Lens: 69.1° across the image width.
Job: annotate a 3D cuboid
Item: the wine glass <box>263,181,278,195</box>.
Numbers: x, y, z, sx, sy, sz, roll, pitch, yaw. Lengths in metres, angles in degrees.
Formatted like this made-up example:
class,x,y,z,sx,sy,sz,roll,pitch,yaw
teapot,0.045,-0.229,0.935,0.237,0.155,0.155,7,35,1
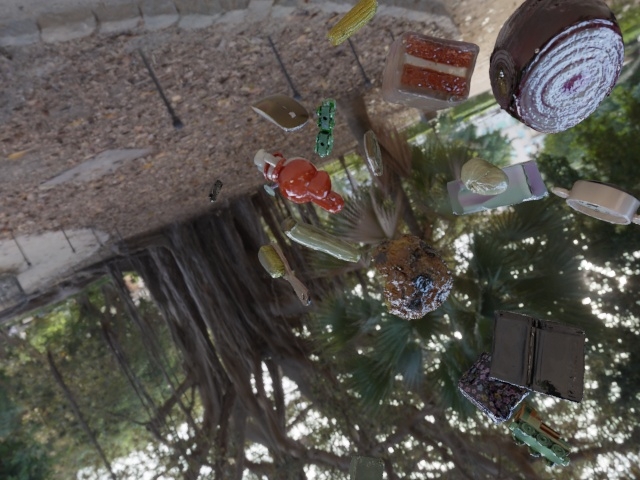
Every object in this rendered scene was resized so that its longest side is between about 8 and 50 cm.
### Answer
class,x,y,z,sx,sy,sz,roll,pitch,yaw
wine glass,-0.173,-0.268,2.042,0.155,0.073,0.073,-50,-166,-23

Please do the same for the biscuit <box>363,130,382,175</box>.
class,x,y,z,sx,sy,sz,roll,pitch,yaw
biscuit,0.235,-0.398,2.108,0.049,0.208,0.180,-13,-129,19

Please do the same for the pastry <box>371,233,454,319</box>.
class,x,y,z,sx,sy,sz,roll,pitch,yaw
pastry,0.431,0.169,2.146,0.338,0.404,0.292,-16,-167,11

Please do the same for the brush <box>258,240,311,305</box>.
class,x,y,z,sx,sy,sz,roll,pitch,yaw
brush,-0.113,0.100,1.351,0.067,0.071,0.313,-15,-145,-21

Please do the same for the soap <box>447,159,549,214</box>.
class,x,y,z,sx,sy,sz,roll,pitch,yaw
soap,0.721,-0.216,1.908,0.262,0.156,0.446,-16,-177,-25

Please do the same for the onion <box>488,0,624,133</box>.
class,x,y,z,sx,sy,sz,roll,pitch,yaw
onion,0.563,-0.456,1.171,0.282,0.336,0.260,-23,-131,8

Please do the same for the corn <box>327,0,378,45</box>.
class,x,y,z,sx,sy,sz,roll,pitch,yaw
corn,0.109,-0.726,1.536,0.206,0.067,0.067,-43,-174,-3

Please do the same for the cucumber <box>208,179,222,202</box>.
class,x,y,z,sx,sy,sz,roll,pitch,yaw
cucumber,-0.350,-0.162,1.525,0.034,0.033,0.134,-31,-155,22

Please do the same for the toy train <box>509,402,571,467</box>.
class,x,y,z,sx,sy,sz,roll,pitch,yaw
toy train,0.659,0.585,1.387,0.118,0.176,0.074,-33,145,-45

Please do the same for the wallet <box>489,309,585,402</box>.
class,x,y,z,sx,sy,sz,roll,pitch,yaw
wallet,0.711,0.374,1.543,0.041,0.246,0.323,9,177,-37

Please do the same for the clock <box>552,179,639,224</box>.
class,x,y,z,sx,sy,sz,roll,pitch,yaw
clock,0.702,-0.097,1.157,0.156,0.229,0.063,15,101,-63

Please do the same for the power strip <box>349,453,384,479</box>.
class,x,y,z,sx,sy,sz,roll,pitch,yaw
power strip,0.091,0.695,1.252,0.145,0.215,0.061,11,159,-6

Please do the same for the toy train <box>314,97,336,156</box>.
class,x,y,z,sx,sy,sz,roll,pitch,yaw
toy train,0.025,-0.477,1.960,0.085,0.251,0.119,14,-141,8

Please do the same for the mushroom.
class,x,y,z,sx,sy,sz,roll,pitch,yaw
mushroom,-0.001,-0.002,1.833,0.107,0.333,0.087,-97,-149,-68

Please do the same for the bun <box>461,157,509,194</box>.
class,x,y,z,sx,sy,sz,roll,pitch,yaw
bun,0.384,-0.142,1.099,0.069,0.115,0.115,-56,-176,2

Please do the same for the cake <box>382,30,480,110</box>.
class,x,y,z,sx,sy,sz,roll,pitch,yaw
cake,0.400,-0.633,1.754,0.309,0.236,0.230,8,-174,-6

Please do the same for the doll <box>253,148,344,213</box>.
class,x,y,z,sx,sy,sz,roll,pitch,yaw
doll,-0.059,-0.173,1.352,0.129,0.291,0.161,-57,165,-14

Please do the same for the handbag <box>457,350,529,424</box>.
class,x,y,z,sx,sy,sz,roll,pitch,yaw
handbag,0.651,0.544,1.749,0.208,0.126,0.229,-42,-131,-10

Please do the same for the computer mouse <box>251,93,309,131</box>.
class,x,y,z,sx,sy,sz,roll,pitch,yaw
computer mouse,-0.147,-0.465,1.657,0.126,0.245,0.056,-34,143,-23
